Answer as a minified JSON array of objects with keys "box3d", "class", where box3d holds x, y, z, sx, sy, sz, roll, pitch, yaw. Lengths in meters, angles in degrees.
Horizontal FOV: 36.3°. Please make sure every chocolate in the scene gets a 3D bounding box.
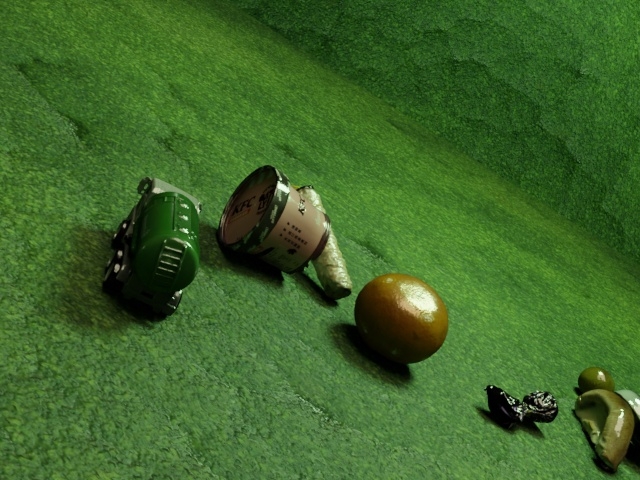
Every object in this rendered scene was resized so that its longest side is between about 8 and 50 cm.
[{"box3d":[0.329,0.280,1.629,0.147,0.070,0.072,6,41,-36],"class":"chocolate"}]

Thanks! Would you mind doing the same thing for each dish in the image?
[{"box3d":[0.615,0.330,1.826,0.141,0.078,0.141,64,-3,7],"class":"dish"}]

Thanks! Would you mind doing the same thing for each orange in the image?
[{"box3d":[0.127,0.127,1.562,0.156,0.124,0.156,20,37,-16],"class":"orange"}]

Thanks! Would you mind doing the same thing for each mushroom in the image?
[{"box3d":[0.519,0.331,1.757,0.072,0.094,0.210,27,14,-8],"class":"mushroom"}]

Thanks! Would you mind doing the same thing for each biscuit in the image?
[{"box3d":[0.000,0.000,1.673,0.061,0.055,0.219,89,-18,-63],"class":"biscuit"}]

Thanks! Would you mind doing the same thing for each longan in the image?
[{"box3d":[0.554,0.293,1.965,0.075,0.075,0.083,46,-20,34],"class":"longan"}]

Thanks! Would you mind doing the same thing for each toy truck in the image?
[{"box3d":[-0.213,0.002,1.300,0.101,0.125,0.242,26,18,-18],"class":"toy truck"}]

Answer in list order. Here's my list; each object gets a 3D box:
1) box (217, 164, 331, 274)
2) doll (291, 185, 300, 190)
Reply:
[{"box3d":[-0.071,-0.024,1.593,0.135,0.151,0.151,35,15,-28],"class":"box"},{"box3d":[-0.067,-0.058,1.784,0.129,0.081,0.207,55,19,6],"class":"doll"}]
